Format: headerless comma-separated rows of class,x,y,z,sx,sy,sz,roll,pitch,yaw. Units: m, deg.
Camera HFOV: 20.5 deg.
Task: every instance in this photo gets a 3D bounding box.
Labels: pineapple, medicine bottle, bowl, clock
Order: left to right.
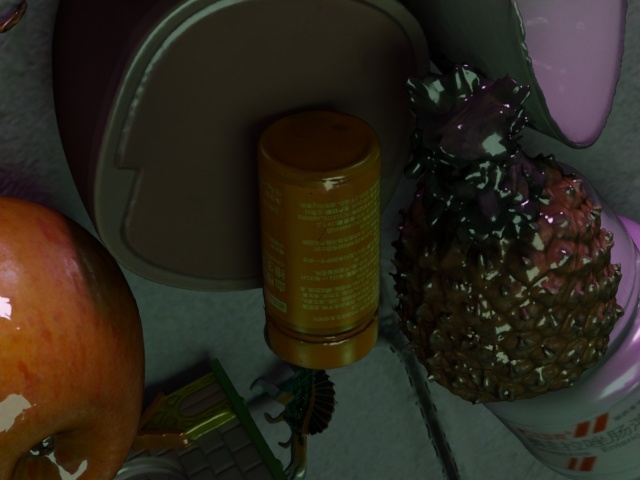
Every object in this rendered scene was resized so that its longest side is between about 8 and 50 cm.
clock,-0.153,0.266,1.664,0.255,0.220,0.106,-28,130,-8
medicine bottle,0.000,0.000,1.381,0.096,0.096,0.192,-15,131,-18
bowl,0.142,-0.240,1.486,0.157,0.337,0.337,-2,138,24
pineapple,0.139,-0.016,1.442,0.202,0.202,0.362,-29,143,-7
medicine bottle,0.247,0.080,1.761,0.241,0.241,0.302,-41,133,4

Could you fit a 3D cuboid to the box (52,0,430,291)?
box,-0.083,-0.130,1.445,0.301,0.216,0.301,-14,127,-20

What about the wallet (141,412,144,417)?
wallet,-0.238,0.271,1.777,0.161,0.042,0.195,-17,126,-25

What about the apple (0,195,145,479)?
apple,-0.281,0.113,1.482,0.299,0.275,0.299,-19,131,-23

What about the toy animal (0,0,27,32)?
toy animal,-0.333,-0.161,1.364,0.255,0.114,0.116,-3,148,-41

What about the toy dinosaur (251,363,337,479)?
toy dinosaur,-0.012,0.151,1.764,0.044,0.106,0.187,19,113,-38
